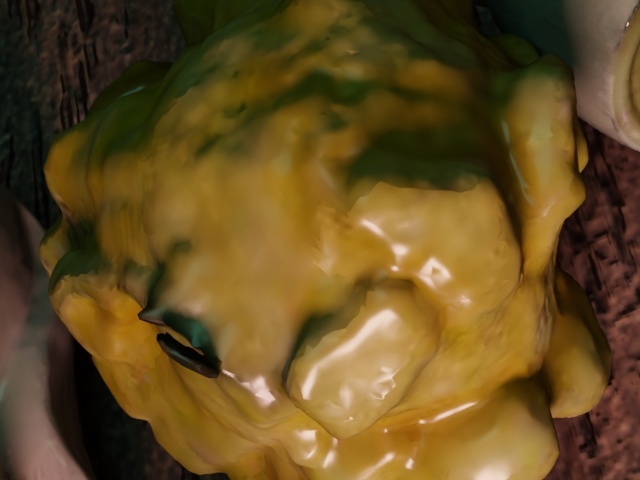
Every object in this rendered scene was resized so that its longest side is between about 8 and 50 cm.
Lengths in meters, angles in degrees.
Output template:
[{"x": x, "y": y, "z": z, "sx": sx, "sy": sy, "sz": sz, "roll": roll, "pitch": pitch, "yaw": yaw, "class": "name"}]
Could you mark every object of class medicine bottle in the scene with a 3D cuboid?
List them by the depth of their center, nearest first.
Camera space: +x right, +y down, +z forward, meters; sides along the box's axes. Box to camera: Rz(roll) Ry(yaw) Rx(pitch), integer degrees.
[{"x": 0.138, "y": -0.131, "z": 0.784, "sx": 0.147, "sy": 0.147, "sz": 0.143, "roll": -45, "pitch": 53, "yaw": 4, "class": "medicine bottle"}]

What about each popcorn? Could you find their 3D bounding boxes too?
[{"x": 0.000, "y": 0.000, "z": 0.757, "sx": 0.286, "sy": 0.215, "sz": 0.252, "roll": -1, "pitch": 102, "yaw": 66, "class": "popcorn"}]

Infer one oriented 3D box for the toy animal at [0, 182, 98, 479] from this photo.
[{"x": -0.215, "y": 0.060, "z": 0.868, "sx": 0.206, "sy": 0.271, "sz": 0.265, "roll": -48, "pitch": 25, "yaw": 36, "class": "toy animal"}]
